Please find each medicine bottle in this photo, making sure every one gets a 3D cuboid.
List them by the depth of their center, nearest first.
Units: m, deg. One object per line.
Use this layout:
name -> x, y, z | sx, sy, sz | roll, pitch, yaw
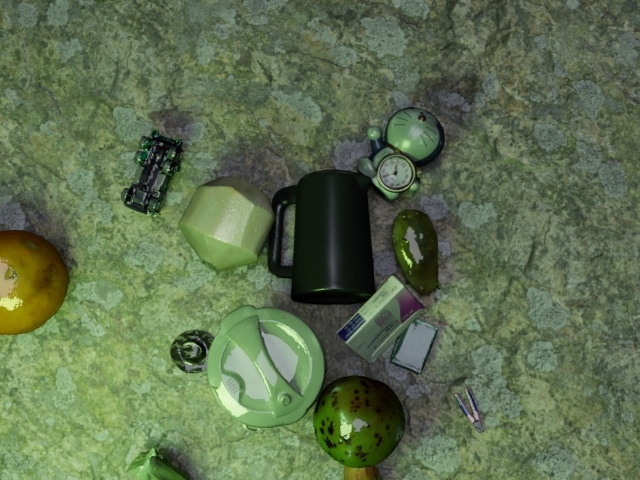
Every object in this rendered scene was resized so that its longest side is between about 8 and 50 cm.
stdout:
medicine bottle -> 0.149, 0.191, 1.837 | 0.201, 0.171, 0.052 | -45, 54, -2

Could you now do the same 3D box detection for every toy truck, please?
toy truck -> -0.425, -0.168, 1.957 | 0.110, 0.116, 0.216 | 20, 86, 6

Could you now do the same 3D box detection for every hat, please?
hat -> -0.317, 0.276, 1.890 | 0.121, 0.050, 0.121 | 0, 77, -2

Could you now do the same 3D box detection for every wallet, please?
wallet -> 0.234, 0.261, 1.897 | 0.088, 0.026, 0.129 | 21, 81, 11

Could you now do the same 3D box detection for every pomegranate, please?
pomegranate -> 0.094, 0.457, 1.755 | 0.231, 0.231, 0.285 | -6, 78, 0

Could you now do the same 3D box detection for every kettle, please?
kettle -> 0.013, 0.001, 1.898 | 0.203, 0.262, 0.307 | 9, 72, -33

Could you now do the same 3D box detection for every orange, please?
orange -> -0.750, 0.101, 1.841 | 0.261, 0.261, 0.261 | 0, 78, 1

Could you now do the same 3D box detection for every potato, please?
potato -> 0.245, 0.028, 1.914 | 0.117, 0.090, 0.225 | -13, 85, -8

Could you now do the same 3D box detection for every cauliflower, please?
cauliflower -> -0.386, 0.570, 1.717 | 0.239, 0.315, 0.256 | 1, 34, 7

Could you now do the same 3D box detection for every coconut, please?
coconut -> -0.234, -0.033, 1.875 | 0.241, 0.241, 0.241 | 0, 78, 1

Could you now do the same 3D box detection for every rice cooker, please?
rice cooker -> -0.121, 0.295, 1.769 | 0.288, 0.277, 0.288 | 0, 76, 1

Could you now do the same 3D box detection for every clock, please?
clock -> 0.208, -0.233, 1.944 | 0.199, 0.146, 0.243 | 41, 86, 3

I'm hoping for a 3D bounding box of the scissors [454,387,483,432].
scissors -> 0.372, 0.422, 1.868 | 0.039, 0.012, 0.113 | -26, 79, -4
